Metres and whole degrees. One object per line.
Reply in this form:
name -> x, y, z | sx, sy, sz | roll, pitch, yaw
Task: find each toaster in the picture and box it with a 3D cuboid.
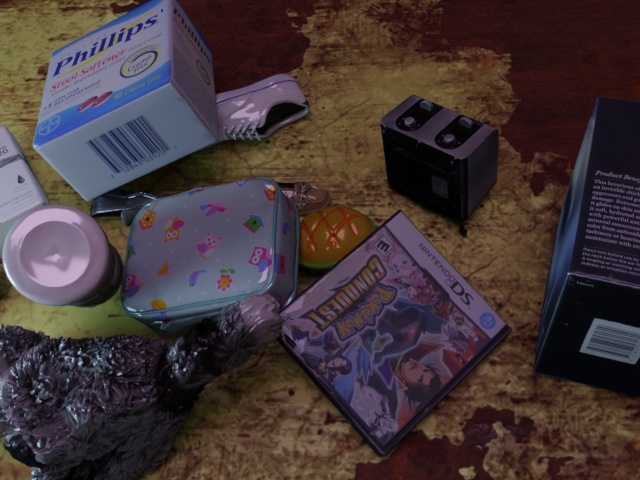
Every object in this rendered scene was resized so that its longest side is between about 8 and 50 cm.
toaster -> 0.196, -0.130, 1.223 | 0.168, 0.185, 0.110 | 30, 63, 31

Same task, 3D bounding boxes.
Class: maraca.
maraca -> 0.000, 0.000, 1.199 | 0.186, 0.099, 0.127 | -6, 40, 21

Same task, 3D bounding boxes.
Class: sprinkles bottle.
sprinkles bottle -> -0.345, 0.033, 1.039 | 0.121, 0.355, 0.121 | 1, 84, -12

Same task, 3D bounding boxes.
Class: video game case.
video game case -> 0.103, 0.128, 1.092 | 0.275, 0.035, 0.248 | -40, 83, -18

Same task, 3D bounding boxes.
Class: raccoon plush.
raccoon plush -> -0.298, 0.161, 1.072 | 0.447, 0.216, 0.299 | -30, 54, -17

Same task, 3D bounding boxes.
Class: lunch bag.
lunch bag -> -0.172, 0.033, 1.156 | 0.279, 0.108, 0.223 | -11, 62, 20

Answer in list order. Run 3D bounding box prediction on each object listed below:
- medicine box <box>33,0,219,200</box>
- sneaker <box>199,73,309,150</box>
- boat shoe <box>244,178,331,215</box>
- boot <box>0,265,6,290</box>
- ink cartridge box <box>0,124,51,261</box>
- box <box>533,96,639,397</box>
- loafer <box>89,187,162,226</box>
medicine box -> -0.331, -0.254, 1.296 | 0.264, 0.149, 0.289 | -23, 46, 12
sneaker -> -0.139, -0.222, 1.355 | 0.258, 0.094, 0.091 | -29, 57, -13
boat shoe -> -0.059, -0.080, 1.283 | 0.153, 0.048, 0.056 | 7, 59, 11
boot -> -0.665, 0.075, 1.220 | 0.248, 0.090, 0.207 | -41, 65, -15
ink cartridge box -> -0.576, -0.079, 1.311 | 0.159, 0.092, 0.218 | -30, 58, -13
box -> 0.419, 0.016, 1.027 | 0.183, 0.296, 0.293 | 13, 59, 14
loafer -> -0.321, -0.050, 1.289 | 0.170, 0.062, 0.061 | 9, 67, 23
